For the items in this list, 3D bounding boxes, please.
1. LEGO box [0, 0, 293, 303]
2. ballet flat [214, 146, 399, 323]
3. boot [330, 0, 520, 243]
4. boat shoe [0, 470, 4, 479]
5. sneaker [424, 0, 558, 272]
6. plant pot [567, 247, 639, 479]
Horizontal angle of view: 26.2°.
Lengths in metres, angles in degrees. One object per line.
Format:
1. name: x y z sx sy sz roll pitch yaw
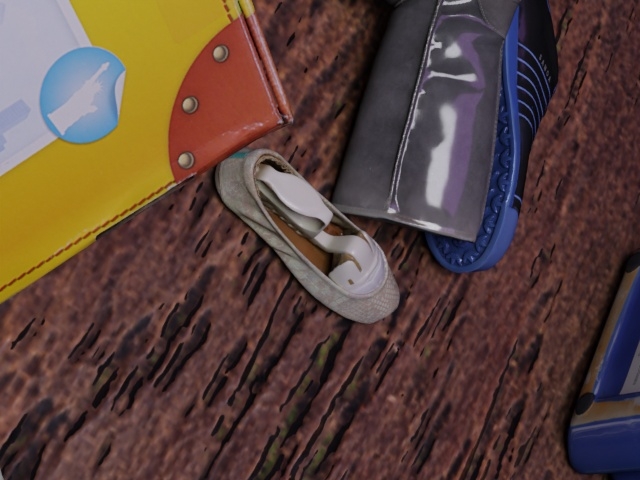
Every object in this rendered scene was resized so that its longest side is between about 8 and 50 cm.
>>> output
1. LEGO box: -0.275 -0.179 0.508 0.372 0.193 0.500 -34 125 -20
2. ballet flat: 0.000 0.000 0.900 0.168 0.052 0.057 39 64 -24
3. boot: 0.044 -0.118 0.932 0.076 0.190 0.208 -18 125 -72
4. boat shoe: -0.188 0.213 0.713 0.109 0.094 0.302 -22 96 -35
5. sneaker: 0.130 -0.089 0.987 0.090 0.081 0.232 10 84 -50
6. plant pot: 0.329 0.112 1.009 0.212 0.236 0.236 35 64 -18
